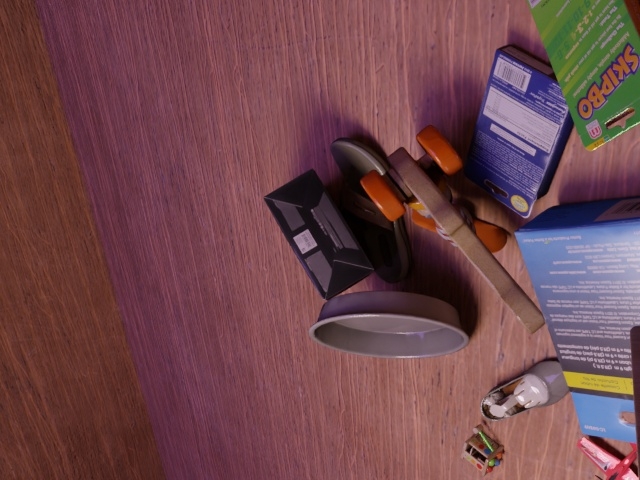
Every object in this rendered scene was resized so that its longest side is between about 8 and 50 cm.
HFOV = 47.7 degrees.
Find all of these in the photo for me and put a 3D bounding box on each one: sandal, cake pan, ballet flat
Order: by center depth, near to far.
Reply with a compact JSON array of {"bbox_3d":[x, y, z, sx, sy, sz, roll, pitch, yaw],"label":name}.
[{"bbox_3d":[0.352,0.271,1.253,0.072,0.068,0.213,55,146,11],"label":"ballet flat"},{"bbox_3d":[0.125,0.158,1.335,0.293,0.293,0.054,-36,44,57],"label":"cake pan"},{"bbox_3d":[0.090,-0.050,1.363,0.120,0.086,0.302,-3,111,55],"label":"sandal"}]

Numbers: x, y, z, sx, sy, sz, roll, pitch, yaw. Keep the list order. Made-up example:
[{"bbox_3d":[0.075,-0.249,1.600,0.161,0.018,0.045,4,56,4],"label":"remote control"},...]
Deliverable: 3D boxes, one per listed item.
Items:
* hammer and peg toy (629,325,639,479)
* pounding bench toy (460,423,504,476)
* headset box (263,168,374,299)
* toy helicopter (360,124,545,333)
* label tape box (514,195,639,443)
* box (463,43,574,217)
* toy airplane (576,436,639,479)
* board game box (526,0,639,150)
[{"bbox_3d":[0.505,0.172,0.715,0.361,0.266,0.127,-2,122,23],"label":"hammer and peg toy"},{"bbox_3d":[0.320,0.406,1.409,0.065,0.052,0.083,35,139,35],"label":"pounding bench toy"},{"bbox_3d":[0.000,0.000,1.414,0.218,0.110,0.293,59,179,6],"label":"headset box"},{"bbox_3d":[0.225,-0.001,1.140,0.355,0.140,0.235,53,-173,14],"label":"toy helicopter"},{"bbox_3d":[0.436,0.111,0.984,0.241,0.106,0.333,-5,110,54],"label":"label tape box"},{"bbox_3d":[0.290,-0.155,1.056,0.136,0.037,0.225,41,142,30],"label":"box"},{"bbox_3d":[0.489,0.356,1.162,0.151,0.028,0.151,32,137,36],"label":"toy airplane"},{"bbox_3d":[0.329,-0.248,0.873,0.124,0.039,0.259,-38,62,57],"label":"board game box"}]
